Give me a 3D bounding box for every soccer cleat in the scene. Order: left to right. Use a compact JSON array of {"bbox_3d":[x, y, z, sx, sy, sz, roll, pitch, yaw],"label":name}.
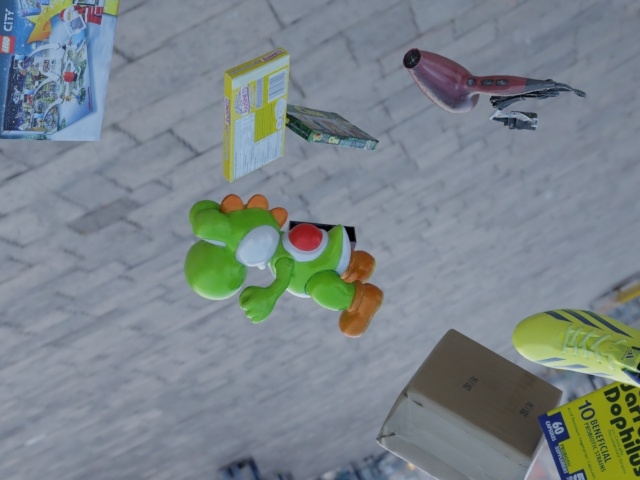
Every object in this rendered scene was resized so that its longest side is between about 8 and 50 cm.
[{"bbox_3d":[0.420,0.159,1.609,0.289,0.093,0.121,12,-176,13],"label":"soccer cleat"}]

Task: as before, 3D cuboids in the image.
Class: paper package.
[{"bbox_3d":[0.326,0.380,2.389,0.325,0.309,0.168,-41,158,-61],"label":"paper package"}]

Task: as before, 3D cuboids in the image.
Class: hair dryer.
[{"bbox_3d":[0.272,-0.267,1.858,0.293,0.080,0.223,11,164,-12],"label":"hair dryer"}]

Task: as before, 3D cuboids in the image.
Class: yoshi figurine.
[{"bbox_3d":[-0.085,0.055,1.932,0.362,0.203,0.203,24,163,-24],"label":"yoshi figurine"}]

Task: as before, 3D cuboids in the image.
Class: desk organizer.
[{"bbox_3d":[0.000,0.000,2.113,0.130,0.047,0.050,5,135,-11],"label":"desk organizer"}]

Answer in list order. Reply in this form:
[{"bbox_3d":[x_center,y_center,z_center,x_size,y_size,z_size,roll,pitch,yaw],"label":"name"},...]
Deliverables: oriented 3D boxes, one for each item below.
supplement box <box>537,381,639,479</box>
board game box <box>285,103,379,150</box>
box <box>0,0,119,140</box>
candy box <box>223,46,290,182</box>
[{"bbox_3d":[0.637,0.366,2.150,0.356,0.194,0.195,-32,153,31],"label":"supplement box"},{"bbox_3d":[0.005,-0.239,2.349,0.260,0.136,0.030,0,120,-58],"label":"board game box"},{"bbox_3d":[-0.331,-0.237,1.350,0.159,0.044,0.233,-2,113,-37],"label":"box"},{"bbox_3d":[-0.097,-0.184,1.667,0.105,0.027,0.206,-27,146,-27],"label":"candy box"}]
